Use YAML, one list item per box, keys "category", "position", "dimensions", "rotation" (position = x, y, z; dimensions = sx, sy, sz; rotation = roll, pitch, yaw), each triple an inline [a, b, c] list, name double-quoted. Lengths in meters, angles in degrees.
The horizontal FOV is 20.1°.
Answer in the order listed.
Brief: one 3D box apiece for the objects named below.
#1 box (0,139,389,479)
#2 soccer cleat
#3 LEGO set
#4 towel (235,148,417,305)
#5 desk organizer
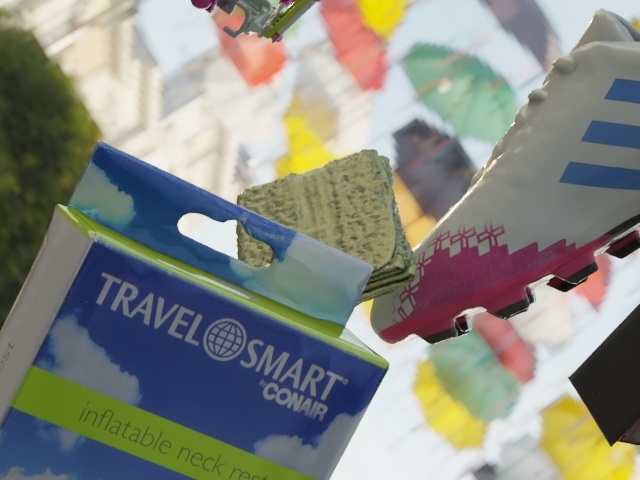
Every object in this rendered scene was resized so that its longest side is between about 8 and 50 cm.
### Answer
- category: "box"
  position: [-0.058, 0.073, 0.543]
  dimensions: [0.109, 0.178, 0.042]
  rotation: [25, 5, -27]
- category: "soccer cleat"
  position: [0.161, -0.054, 1.117]
  dimensions: [0.143, 0.331, 0.116]
  rotation: [63, 13, 7]
- category: "LEGO set"
  position: [-0.016, -0.259, 1.404]
  dimensions: [0.132, 0.107, 0.287]
  rotation: [26, -48, 4]
- category: "towel"
  position: [0.000, 0.000, 1.112]
  dimensions: [0.148, 0.110, 0.027]
  rotation: [-101, 173, -55]
- category: "desk organizer"
  position: [0.189, 0.045, 0.892]
  dimensions: [0.050, 0.130, 0.047]
  rotation: [15, 34, -41]
